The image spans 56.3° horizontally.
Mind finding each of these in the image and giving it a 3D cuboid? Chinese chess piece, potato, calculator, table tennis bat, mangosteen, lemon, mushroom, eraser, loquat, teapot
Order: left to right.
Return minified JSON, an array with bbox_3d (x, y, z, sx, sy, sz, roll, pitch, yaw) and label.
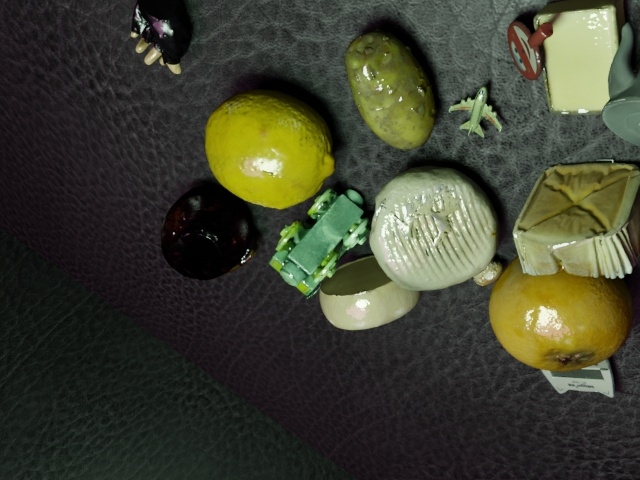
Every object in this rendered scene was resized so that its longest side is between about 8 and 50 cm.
[{"bbox_3d":[-0.305,-0.004,1.687,0.288,0.233,0.287,2,124,3],"label":"mangosteen"},{"bbox_3d":[-0.110,-0.197,1.291,0.284,0.260,0.260,37,145,2],"label":"lemon"},{"bbox_3d":[0.119,0.120,1.449,0.250,0.250,0.103,-4,111,43],"label":"Chinese chess piece"},{"bbox_3d":[0.133,-0.275,1.115,0.149,0.113,0.251,-12,131,38],"label":"potato"},{"bbox_3d":[0.307,0.028,1.344,0.209,0.071,0.084,33,176,11],"label":"mushroom"},{"bbox_3d":[0.323,-0.300,0.922,0.155,0.019,0.098,-41,-73,-88],"label":"table tennis bat"},{"bbox_3d":[0.464,0.136,1.170,0.263,0.263,0.263,23,142,19],"label":"loquat"},{"bbox_3d":[0.577,0.262,1.396,0.177,0.040,0.268,-8,125,45],"label":"calculator"},{"bbox_3d":[0.403,-0.279,0.916,0.117,0.058,0.172,7,135,41],"label":"eraser"},{"bbox_3d":[0.514,-0.214,0.841,0.239,0.149,0.162,26,176,-1],"label":"teapot"}]

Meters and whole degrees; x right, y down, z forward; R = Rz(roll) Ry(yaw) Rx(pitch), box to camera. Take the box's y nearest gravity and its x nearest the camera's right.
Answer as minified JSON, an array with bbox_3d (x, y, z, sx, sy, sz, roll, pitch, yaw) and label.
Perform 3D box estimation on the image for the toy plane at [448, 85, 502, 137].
[{"bbox_3d":[0.285,-0.236,1.084,0.102,0.040,0.111,23,142,16],"label":"toy plane"}]

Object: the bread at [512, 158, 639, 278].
[{"bbox_3d":[0.453,-0.031,1.030,0.192,0.209,0.109,0,135,41],"label":"bread"}]

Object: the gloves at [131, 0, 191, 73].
[{"bbox_3d":[-0.350,-0.457,1.318,0.164,0.124,0.203,61,166,4],"label":"gloves"}]

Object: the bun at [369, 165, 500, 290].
[{"bbox_3d":[0.229,-0.029,1.239,0.273,0.168,0.272,1,106,2],"label":"bun"}]

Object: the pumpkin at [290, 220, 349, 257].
[{"bbox_3d":[-0.022,0.018,1.582,0.184,0.107,0.119,6,140,39],"label":"pumpkin"}]

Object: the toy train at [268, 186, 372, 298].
[{"bbox_3d":[0.000,0.000,1.410,0.159,0.271,0.188,41,160,0],"label":"toy train"}]
